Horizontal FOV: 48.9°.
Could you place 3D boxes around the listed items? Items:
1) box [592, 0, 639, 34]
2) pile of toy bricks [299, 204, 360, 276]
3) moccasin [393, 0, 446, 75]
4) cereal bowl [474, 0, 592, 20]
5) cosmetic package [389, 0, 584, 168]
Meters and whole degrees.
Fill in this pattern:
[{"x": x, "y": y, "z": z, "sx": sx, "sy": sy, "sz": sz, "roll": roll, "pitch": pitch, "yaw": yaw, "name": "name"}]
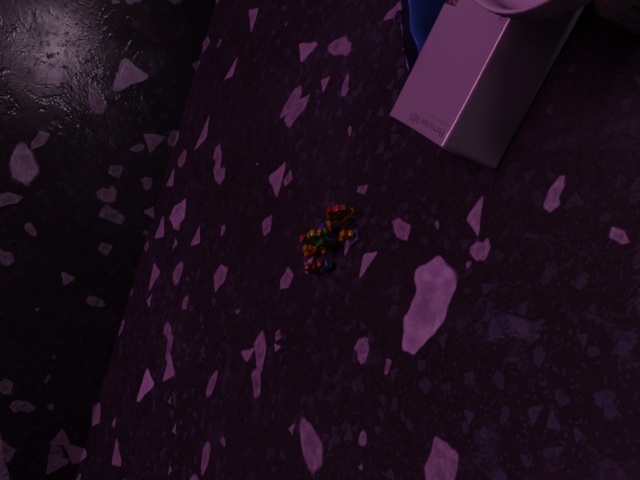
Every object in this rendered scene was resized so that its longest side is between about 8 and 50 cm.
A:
[{"x": 0.506, "y": -0.479, "z": 1.131, "sx": 0.149, "sy": 0.127, "sz": 0.232, "roll": -34, "pitch": 57, "yaw": 47, "name": "box"}, {"x": 0.000, "y": 0.000, "z": 1.740, "sx": 0.212, "sy": 0.105, "sz": 0.118, "roll": -40, "pitch": 44, "yaw": 42, "name": "pile of toy bricks"}, {"x": 0.220, "y": -0.493, "z": 1.580, "sx": 0.116, "sy": 0.138, "sz": 0.342, "roll": 108, "pitch": 180, "yaw": -50, "name": "moccasin"}, {"x": 0.377, "y": -0.501, "z": 1.085, "sx": 0.339, "sy": 0.141, "sz": 0.338, "roll": -15, "pitch": 72, "yaw": 55, "name": "cereal bowl"}, {"x": 0.321, "y": -0.359, "z": 1.368, "sx": 0.384, "sy": 0.156, "sz": 0.217, "roll": -64, "pitch": 34, "yaw": 12, "name": "cosmetic package"}]
